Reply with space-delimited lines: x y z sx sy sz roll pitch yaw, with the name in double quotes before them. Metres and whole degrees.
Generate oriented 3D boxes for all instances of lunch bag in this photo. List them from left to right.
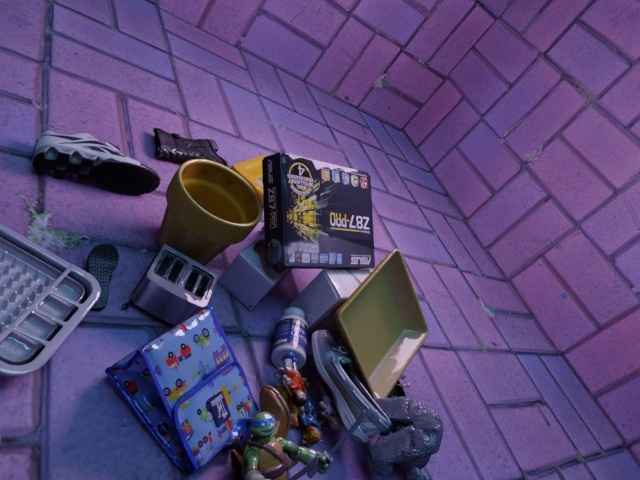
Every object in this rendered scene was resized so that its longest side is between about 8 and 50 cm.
"lunch bag" -0.271 0.330 1.026 0.293 0.138 0.221 59 30 -1

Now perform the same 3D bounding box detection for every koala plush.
"koala plush" 0.237 0.544 1.269 0.196 0.203 0.221 -92 164 -49

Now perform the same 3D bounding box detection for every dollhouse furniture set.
"dollhouse furniture set" 0.001 0.312 1.400 0.114 0.091 0.081 -4 37 -48

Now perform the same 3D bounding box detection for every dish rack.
"dish rack" -0.638 0.104 0.917 0.333 0.072 0.285 35 31 -13

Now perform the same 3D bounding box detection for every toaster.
"toaster" -0.363 0.118 1.183 0.168 0.110 0.186 32 31 -15

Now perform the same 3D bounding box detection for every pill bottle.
"pill bottle" -0.082 0.269 1.328 0.094 0.094 0.169 31 31 -19

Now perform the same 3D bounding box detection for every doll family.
"doll family" -0.044 0.416 1.189 0.263 0.118 0.163 46 15 -38

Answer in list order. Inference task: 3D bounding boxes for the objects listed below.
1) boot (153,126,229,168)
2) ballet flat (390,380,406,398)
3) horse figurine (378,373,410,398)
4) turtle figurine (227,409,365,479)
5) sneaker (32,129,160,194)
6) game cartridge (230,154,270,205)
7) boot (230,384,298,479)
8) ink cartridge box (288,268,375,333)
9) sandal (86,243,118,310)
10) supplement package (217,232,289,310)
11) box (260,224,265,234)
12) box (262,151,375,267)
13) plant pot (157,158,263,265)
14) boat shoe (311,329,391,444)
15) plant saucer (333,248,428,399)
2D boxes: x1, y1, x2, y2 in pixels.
"boot" -0.455 -0.283 1.647 0.229 0.091 0.263 2 44 -41
"ballet flat" 0.221 0.435 1.503 0.084 0.058 0.250 18 37 -35
"horse figurine" 0.177 0.383 1.474 0.174 0.066 0.263 1 50 -5
"turtle figurine" -0.053 0.474 0.900 0.274 0.266 0.198 1 4 5
"sneaker" -0.613 -0.232 1.337 0.330 0.122 0.146 16 40 -38
"game cartridge" -0.171 -0.206 1.896 0.323 0.053 0.285 45 30 3
"boot" -0.135 0.430 1.043 0.152 0.073 0.197 -7 71 -44
"ink cartridge box" 0.067 0.190 1.503 0.272 0.198 0.115 5 46 -47
"sandal" -0.522 0.086 1.120 0.067 0.040 0.179 17 52 -28
"supplement package" -0.171 0.076 1.438 0.139 0.134 0.244 42 30 0
"box" -0.075 -0.066 1.615 0.122 0.257 0.128 13 40 -42
"box" 0.005 -0.073 1.431 0.395 0.097 0.318 5 82 -46
"plant pot" -0.327 -0.055 1.322 0.254 0.239 0.254 30 31 -20
"boat shoe" 0.072 0.365 1.254 0.118 0.103 0.320 44 14 -50
"plant saucer" 0.171 0.245 1.396 0.333 0.081 0.333 -43 119 -39
